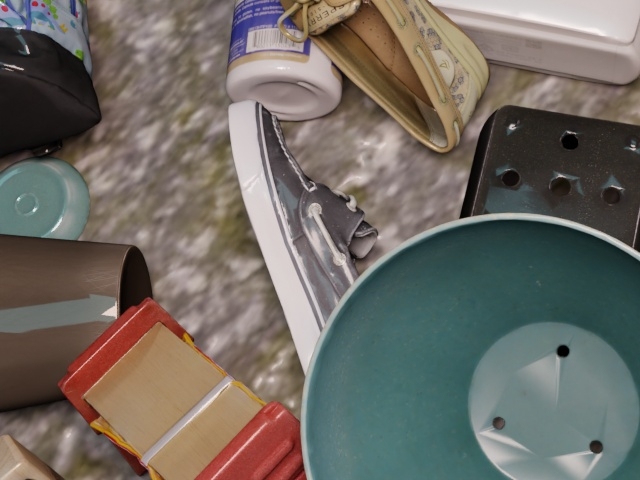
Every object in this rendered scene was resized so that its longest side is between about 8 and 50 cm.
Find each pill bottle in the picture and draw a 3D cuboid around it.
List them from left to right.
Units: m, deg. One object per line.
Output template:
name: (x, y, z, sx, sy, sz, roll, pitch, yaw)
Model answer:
pill bottle: (-0.028, -0.221, 1.115, 0.112, 0.112, 0.186, 1, 71, 11)

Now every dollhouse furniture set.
dollhouse furniture set: (-0.182, 0.246, 0.905, 0.374, 0.152, 0.201, -44, 46, -12)

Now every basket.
basket: (-0.275, 0.074, 1.040, 0.227, 0.154, 0.204, -3, 56, 6)

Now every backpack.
backpack: (-0.370, -0.272, 1.143, 0.290, 0.273, 0.355, -12, 55, 21)

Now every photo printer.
photo printer: (0.215, -0.318, 1.105, 0.256, 0.107, 0.307, 14, 74, 15)

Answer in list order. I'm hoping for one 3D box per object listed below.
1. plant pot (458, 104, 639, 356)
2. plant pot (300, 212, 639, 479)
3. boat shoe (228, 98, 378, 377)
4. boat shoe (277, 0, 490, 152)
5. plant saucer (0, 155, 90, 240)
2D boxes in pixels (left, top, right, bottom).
plant pot: (0.200, -0.014, 0.970, 0.188, 0.167, 0.188, 11, 74, 15)
plant pot: (0.155, 0.131, 0.842, 0.290, 0.195, 0.290, -1, 87, 20)
boat shoe: (0.000, 0.000, 1.035, 0.102, 0.108, 0.301, -21, 71, 3)
boat shoe: (0.039, -0.193, 1.018, 0.285, 0.105, 0.089, 36, 57, -22)
plant saucer: (-0.289, -0.033, 1.146, 0.119, 0.021, 0.119, -3, 71, 9)
